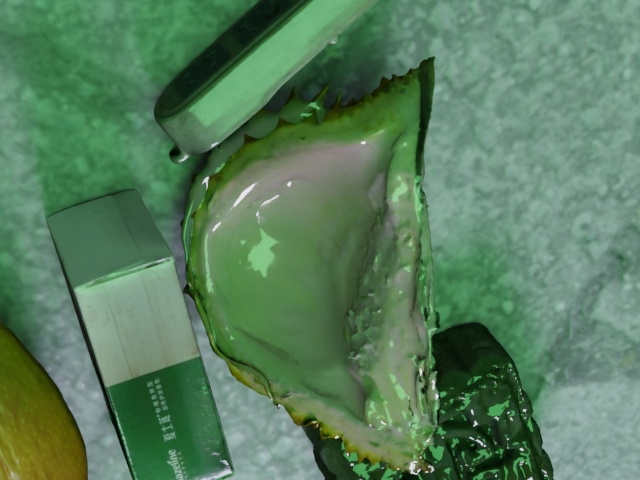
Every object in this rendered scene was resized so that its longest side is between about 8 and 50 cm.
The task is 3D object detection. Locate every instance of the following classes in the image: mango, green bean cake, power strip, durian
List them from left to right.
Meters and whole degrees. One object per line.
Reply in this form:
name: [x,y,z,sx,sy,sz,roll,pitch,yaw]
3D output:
mango: [-0.265,0.200,1.391,0.187,0.144,0.359,-11,119,-7]
power strip: [-0.013,-0.164,1.347,0.286,0.080,0.048,-42,113,5]
durian: [-0.010,0.011,1.392,0.196,0.185,0.305,-1,107,2]
green bean cake: [0.094,0.183,1.534,0.183,0.094,0.185,-23,113,-6]

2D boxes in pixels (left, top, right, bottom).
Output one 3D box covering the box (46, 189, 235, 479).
box: [-0.135,0.079,1.382,0.081,0.135,0.199,-17,116,-10]
